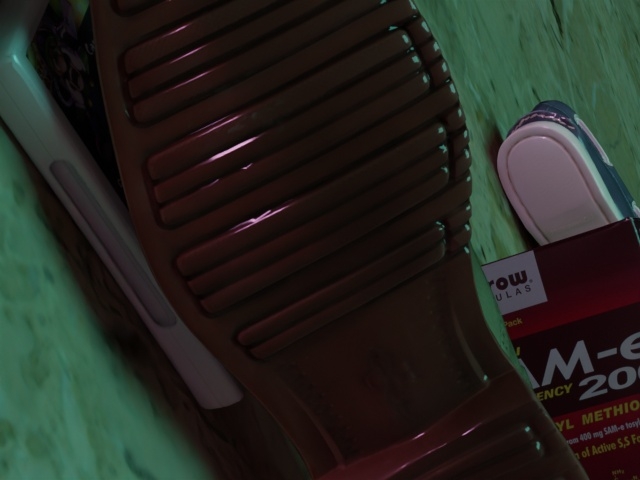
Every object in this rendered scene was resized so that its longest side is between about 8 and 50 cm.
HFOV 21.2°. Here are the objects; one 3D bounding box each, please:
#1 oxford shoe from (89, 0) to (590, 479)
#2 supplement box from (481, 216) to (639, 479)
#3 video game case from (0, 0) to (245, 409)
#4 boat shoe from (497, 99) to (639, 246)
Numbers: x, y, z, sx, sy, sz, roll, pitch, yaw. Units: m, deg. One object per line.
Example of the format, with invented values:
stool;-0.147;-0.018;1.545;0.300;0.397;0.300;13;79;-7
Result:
oxford shoe;0.000;0.000;0.662;0.130;0.123;0.348;-118;-174;-68
supplement box;0.163;0.119;0.991;0.073;0.130;0.239;6;66;-69
video game case;-0.066;-0.055;0.692;0.173;0.022;0.190;60;23;-32
boat shoe;0.211;0.014;1.281;0.254;0.095;0.079;58;33;-11
